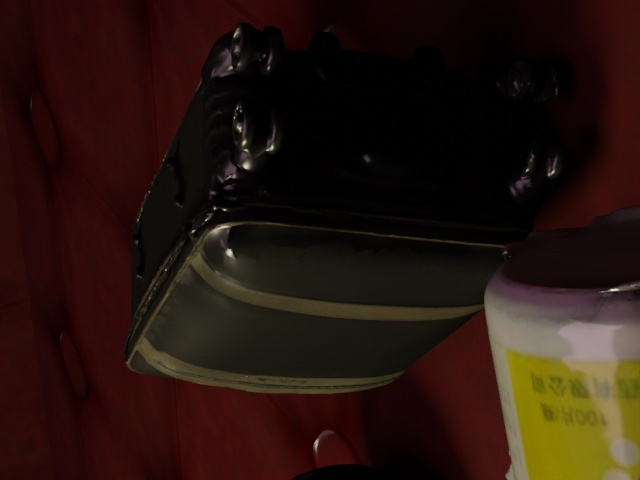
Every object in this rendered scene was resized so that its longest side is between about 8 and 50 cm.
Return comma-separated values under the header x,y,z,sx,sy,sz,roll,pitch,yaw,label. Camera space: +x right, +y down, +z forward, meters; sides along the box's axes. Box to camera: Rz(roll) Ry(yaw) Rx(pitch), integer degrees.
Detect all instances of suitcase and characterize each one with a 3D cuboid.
x,y,z,sx,sy,sz,roll,pitch,yaw,label
0.000,0.000,1.109,0.434,0.283,0.194,131,141,-62,suitcase

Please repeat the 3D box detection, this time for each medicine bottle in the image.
x,y,z,sx,sy,sz,roll,pitch,yaw,label
0.230,0.176,0.812,0.213,0.213,0.378,10,115,63,medicine bottle

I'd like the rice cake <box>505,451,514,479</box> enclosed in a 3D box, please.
x,y,z,sx,sy,sz,roll,pitch,yaw,label
0.217,0.249,1.091,0.221,0.042,0.080,58,156,28,rice cake

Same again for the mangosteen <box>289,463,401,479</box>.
x,y,z,sx,sy,sz,roll,pitch,yaw,label
0.039,0.348,1.375,0.261,0.235,0.235,27,-151,-59,mangosteen
